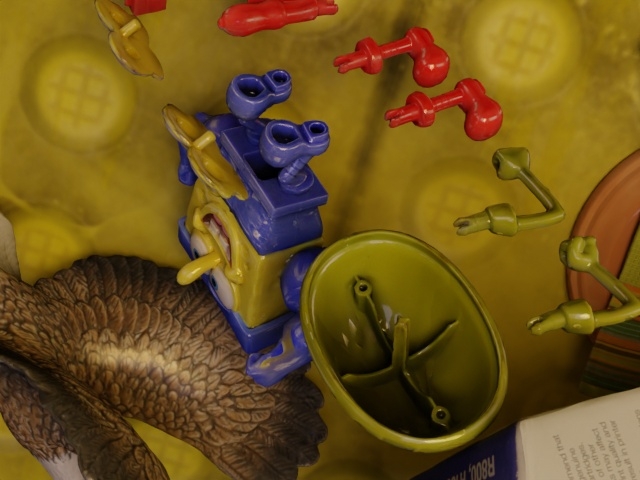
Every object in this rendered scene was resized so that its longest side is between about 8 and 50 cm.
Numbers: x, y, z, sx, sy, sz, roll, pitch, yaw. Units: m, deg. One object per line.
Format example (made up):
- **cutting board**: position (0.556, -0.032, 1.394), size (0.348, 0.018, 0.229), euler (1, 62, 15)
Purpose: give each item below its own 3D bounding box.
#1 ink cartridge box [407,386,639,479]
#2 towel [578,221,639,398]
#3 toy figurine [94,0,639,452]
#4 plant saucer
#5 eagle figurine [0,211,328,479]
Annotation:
- **ink cartridge box**: position (0.120, 0.152, 0.631), size (0.330, 0.324, 0.071), euler (-8, 70, -20)
- **towel**: position (0.258, 0.014, 0.728), size (0.102, 0.021, 0.237), euler (14, 109, -3)
- **toy figurine**: position (0.000, 0.000, 0.688), size (0.191, 0.362, 0.217), euler (-22, 152, -26)
- **plant saucer**: position (0.276, 0.021, 0.760), size (0.200, 0.037, 0.199), euler (1, 110, 3)
- **eagle figurine**: position (-0.157, 0.108, 0.731), size (0.298, 0.225, 0.226), euler (8, 69, 15)
